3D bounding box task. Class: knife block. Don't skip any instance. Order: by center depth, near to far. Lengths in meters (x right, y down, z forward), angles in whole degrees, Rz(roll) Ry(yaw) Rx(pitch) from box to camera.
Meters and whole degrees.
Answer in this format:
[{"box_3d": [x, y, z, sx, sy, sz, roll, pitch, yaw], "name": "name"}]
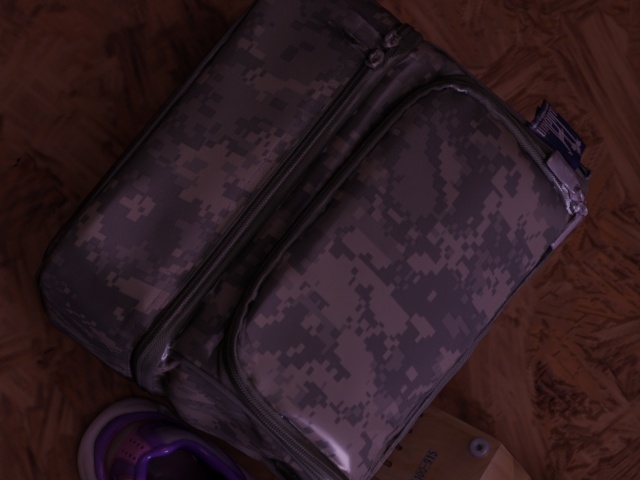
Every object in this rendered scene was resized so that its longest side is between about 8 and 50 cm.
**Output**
[{"box_3d": [0.090, 0.194, 1.378, 0.275, 0.242, 0.088, 26, 76, 31], "name": "knife block"}]

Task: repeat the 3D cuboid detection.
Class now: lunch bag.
[{"box_3d": [0.000, 0.000, 1.256, 0.256, 0.212, 0.305, 39, 76, 2], "name": "lunch bag"}]

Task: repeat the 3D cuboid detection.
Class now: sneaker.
[{"box_3d": [-0.059, 0.201, 1.310, 0.236, 0.104, 0.095, 39, 76, -13], "name": "sneaker"}]
